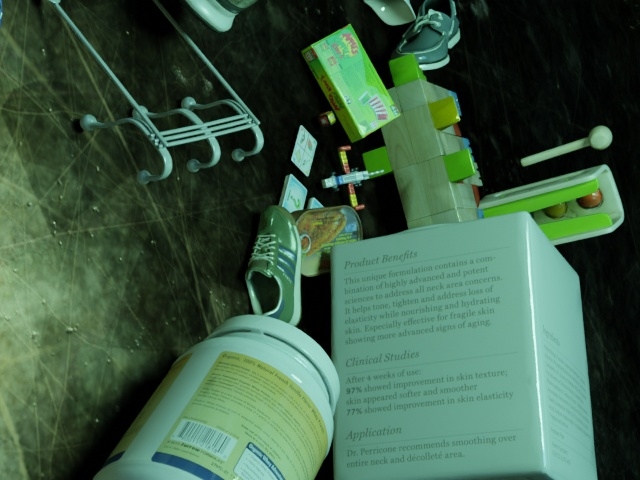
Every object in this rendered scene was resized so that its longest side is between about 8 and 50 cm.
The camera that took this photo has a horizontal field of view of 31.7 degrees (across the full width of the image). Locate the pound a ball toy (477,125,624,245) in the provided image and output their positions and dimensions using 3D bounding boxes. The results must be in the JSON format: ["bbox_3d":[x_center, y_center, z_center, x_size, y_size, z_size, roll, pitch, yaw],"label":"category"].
[{"bbox_3d":[0.482,-0.104,2.320,0.136,0.319,0.208,-31,103,-56],"label":"pound a ball toy"}]

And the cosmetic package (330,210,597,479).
[{"bbox_3d":[0.228,0.209,1.769,0.327,0.330,0.393,36,49,-57],"label":"cosmetic package"}]

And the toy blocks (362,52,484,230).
[{"bbox_3d":[0.219,-0.138,2.107,0.261,0.191,0.381,-1,76,-68],"label":"toy blocks"}]

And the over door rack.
[{"bbox_3d":[-0.238,-0.232,1.527,0.324,0.108,0.239,61,32,4],"label":"over door rack"}]

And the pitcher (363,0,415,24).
[{"bbox_3d":[0.126,-0.544,2.163,0.178,0.126,0.207,24,69,-45],"label":"pitcher"}]

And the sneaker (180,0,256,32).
[{"bbox_3d":[-0.092,-0.521,1.648,0.169,0.258,0.447,35,34,-43],"label":"sneaker"}]

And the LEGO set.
[{"bbox_3d":[0.021,-0.097,1.878,0.182,0.060,0.244,45,46,-39],"label":"LEGO set"}]

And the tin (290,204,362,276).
[{"bbox_3d":[0.000,0.000,1.801,0.190,0.040,0.106,-8,96,-52],"label":"tin"}]

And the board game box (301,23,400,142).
[{"bbox_3d":[0.053,-0.272,1.954,0.092,0.043,0.181,-34,98,-28],"label":"board game box"}]

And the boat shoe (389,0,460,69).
[{"bbox_3d":[0.204,-0.407,2.203,0.319,0.116,0.099,-53,141,-59],"label":"boat shoe"}]

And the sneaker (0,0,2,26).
[{"bbox_3d":[-0.405,-0.344,1.336,0.087,0.083,0.221,1,80,-64],"label":"sneaker"}]

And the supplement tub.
[{"bbox_3d":[-0.118,0.261,1.374,0.228,0.228,0.316,59,37,-22],"label":"supplement tub"}]

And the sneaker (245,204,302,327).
[{"bbox_3d":[-0.074,0.037,1.675,0.086,0.064,0.192,12,71,-59],"label":"sneaker"}]
